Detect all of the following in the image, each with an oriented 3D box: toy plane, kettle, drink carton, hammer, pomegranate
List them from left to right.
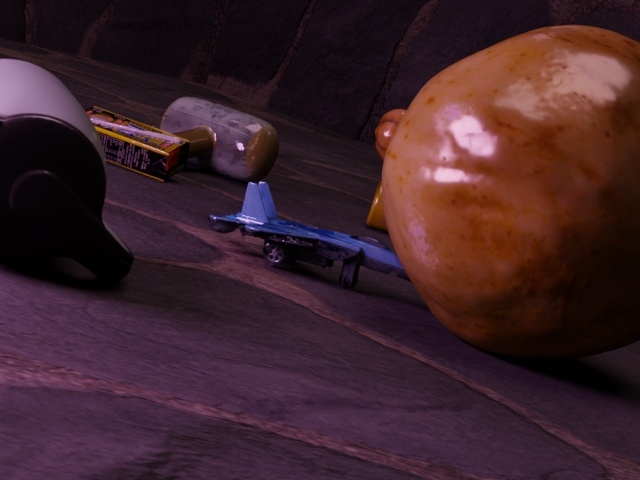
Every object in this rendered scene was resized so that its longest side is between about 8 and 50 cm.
[{"bbox_3d":[-0.261,-0.054,1.445,0.221,0.161,0.236,48,-4,-22],"label":"kettle"},{"bbox_3d":[-0.281,-0.144,2.276,0.166,0.056,0.071,19,29,16],"label":"drink carton"},{"bbox_3d":[-0.210,-0.153,2.453,0.202,0.113,0.305,18,15,24],"label":"hammer"},{"bbox_3d":[-0.002,0.007,1.824,0.246,0.078,0.169,26,10,13],"label":"toy plane"},{"bbox_3d":[0.230,-0.058,1.732,0.410,0.410,0.410,17,8,-2],"label":"pomegranate"}]

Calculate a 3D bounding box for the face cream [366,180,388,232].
[{"bbox_3d":[0.213,-0.019,2.466,0.273,0.078,0.078,18,8,1],"label":"face cream"}]
